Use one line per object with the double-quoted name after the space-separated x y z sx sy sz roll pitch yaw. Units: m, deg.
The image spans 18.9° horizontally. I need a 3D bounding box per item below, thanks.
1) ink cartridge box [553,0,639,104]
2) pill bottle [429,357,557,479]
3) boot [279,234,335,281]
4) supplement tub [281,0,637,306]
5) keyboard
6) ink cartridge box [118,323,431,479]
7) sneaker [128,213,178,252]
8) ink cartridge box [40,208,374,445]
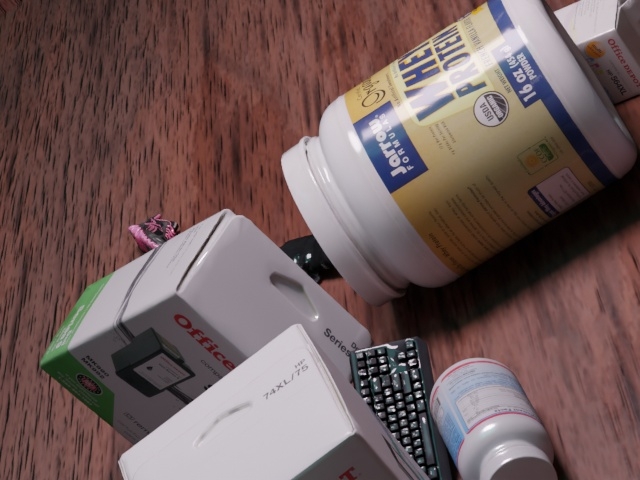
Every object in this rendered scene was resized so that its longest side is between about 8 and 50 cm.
0.302 -0.206 2.115 0.143 0.092 0.090 -22 32 30 "ink cartridge box"
0.157 0.178 1.720 0.087 0.087 0.160 -35 28 7 "pill bottle"
0.000 0.000 2.224 0.099 0.045 0.121 -18 34 40 "boot"
0.141 -0.092 1.992 0.316 0.228 0.228 -33 28 12 "supplement tub"
0.060 0.180 1.808 0.108 0.023 0.180 -16 57 11 "keyboard"
0.000 0.253 1.599 0.198 0.270 0.197 -37 28 3 "ink cartridge box"
-0.205 -0.005 2.482 0.057 0.047 0.119 -32 27 -12 "sneaker"
-0.119 0.113 1.947 0.289 0.211 0.121 -28 25 51 "ink cartridge box"
